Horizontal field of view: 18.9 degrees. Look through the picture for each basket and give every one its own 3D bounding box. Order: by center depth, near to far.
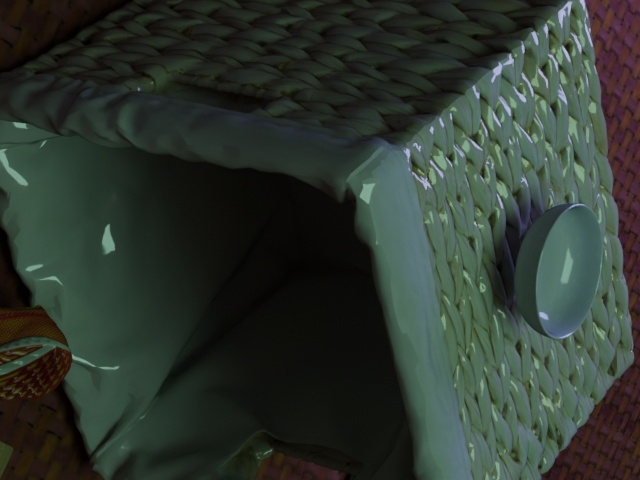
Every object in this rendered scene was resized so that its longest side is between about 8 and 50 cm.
[{"bbox_3d":[0.000,0.000,1.263,0.266,0.328,0.331,-44,133,-37],"label":"basket"}]

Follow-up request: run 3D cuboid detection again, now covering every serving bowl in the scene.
[{"bbox_3d":[0.139,0.017,1.155,0.083,0.027,0.083,-22,117,-52],"label":"serving bowl"}]

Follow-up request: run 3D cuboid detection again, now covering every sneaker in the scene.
[{"bbox_3d":[-0.244,0.070,1.208,0.175,0.067,0.064,4,120,-36],"label":"sneaker"}]

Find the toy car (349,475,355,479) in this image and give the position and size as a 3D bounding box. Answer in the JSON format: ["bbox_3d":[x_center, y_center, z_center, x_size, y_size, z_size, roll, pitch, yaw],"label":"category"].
[{"bbox_3d":[0.031,0.201,1.586,0.225,0.053,0.239,32,79,-51],"label":"toy car"}]

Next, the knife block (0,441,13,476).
[{"bbox_3d":[-0.305,0.259,1.175,0.275,0.088,0.242,-30,126,-41],"label":"knife block"}]
